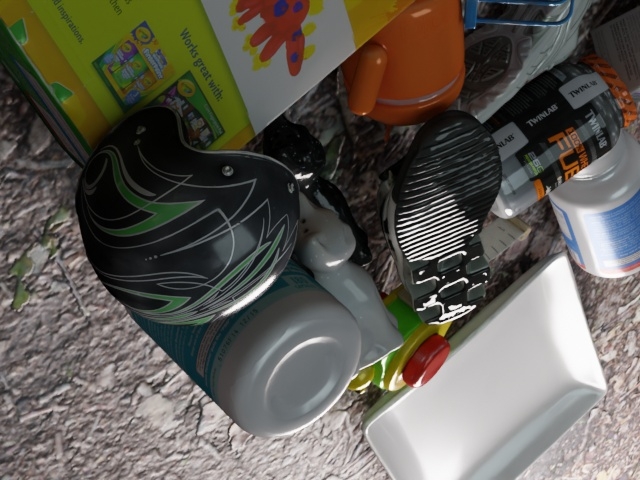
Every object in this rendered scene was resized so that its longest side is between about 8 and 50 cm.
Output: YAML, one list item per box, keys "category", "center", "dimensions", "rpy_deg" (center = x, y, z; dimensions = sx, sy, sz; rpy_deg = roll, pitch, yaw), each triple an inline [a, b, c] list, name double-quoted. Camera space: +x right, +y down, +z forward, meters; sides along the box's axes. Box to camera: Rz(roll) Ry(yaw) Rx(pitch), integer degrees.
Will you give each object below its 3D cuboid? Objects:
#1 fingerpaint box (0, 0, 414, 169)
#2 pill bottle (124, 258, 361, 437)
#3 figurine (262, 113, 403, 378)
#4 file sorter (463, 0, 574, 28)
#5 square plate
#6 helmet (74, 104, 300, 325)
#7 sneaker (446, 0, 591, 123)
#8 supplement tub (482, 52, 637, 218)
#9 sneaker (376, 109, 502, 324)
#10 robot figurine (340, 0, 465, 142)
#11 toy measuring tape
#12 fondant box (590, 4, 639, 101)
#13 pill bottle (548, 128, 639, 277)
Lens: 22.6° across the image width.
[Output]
- category: "fingerpaint box"
  center: [-0.126, -0.287, 1.277]
  dimensions: [0.371, 0.163, 0.445]
  rpy_deg: [-41, 143, -9]
- category: "pill bottle"
  center: [-0.092, 0.057, 1.505]
  dimensions: [0.146, 0.264, 0.146]
  rpy_deg: [-26, 136, -28]
- category: "figurine"
  center: [0.000, 0.000, 1.598]
  dimensions: [0.092, 0.215, 0.209]
  rpy_deg: [-20, 133, 1]
- category: "file sorter"
  center: [0.197, -0.297, 1.553]
  dimensions: [0.104, 0.170, 0.118]
  rpy_deg: [4, 129, 5]
- category: "square plate"
  center: [0.217, 0.211, 2.093]
  dimensions: [0.344, 0.049, 0.347]
  rpy_deg: [-41, 140, -12]
- category: "helmet"
  center: [-0.102, -0.013, 1.273]
  dimensions: [0.169, 0.161, 0.169]
  rpy_deg: [-26, 138, -26]
- category: "sneaker"
  center: [0.225, -0.205, 1.740]
  dimensions: [0.232, 0.090, 0.115]
  rpy_deg: [-51, 145, 2]
- category: "supplement tub"
  center: [0.251, -0.120, 1.787]
  dimensions: [0.190, 0.117, 0.117]
  rpy_deg: [-35, 140, -3]
- category: "sneaker"
  center: [0.108, -0.051, 1.692]
  dimensions: [0.122, 0.146, 0.330]
  rpy_deg: [-19, 149, -12]
- category: "robot figurine"
  center: [0.077, -0.202, 1.568]
  dimensions: [0.128, 0.158, 0.219]
  rpy_deg: [-11, 134, -2]
- category: "toy measuring tape"
  center: [0.129, 0.084, 1.876]
  dimensions: [0.330, 0.121, 0.121]
  rpy_deg: [-38, 142, -36]
- category: "fondant box"
  center: [0.509, -0.255, 1.803]
  dimensions: [0.238, 0.096, 0.330]
  rpy_deg: [-6, 169, -40]
- category: "pill bottle"
  center: [0.339, -0.062, 1.930]
  dimensions: [0.124, 0.124, 0.221]
  rpy_deg: [-42, 141, -10]
